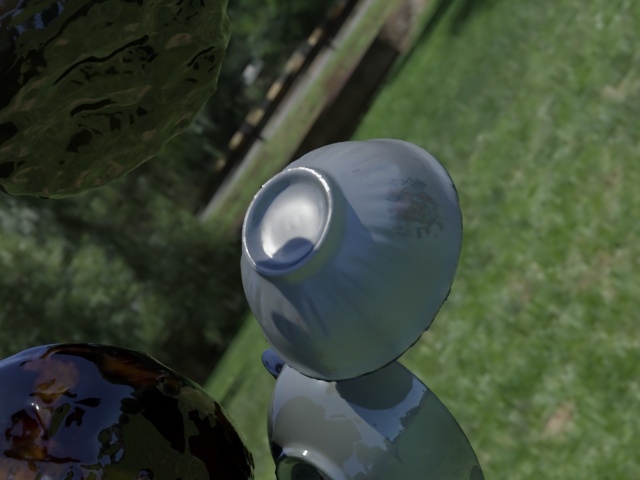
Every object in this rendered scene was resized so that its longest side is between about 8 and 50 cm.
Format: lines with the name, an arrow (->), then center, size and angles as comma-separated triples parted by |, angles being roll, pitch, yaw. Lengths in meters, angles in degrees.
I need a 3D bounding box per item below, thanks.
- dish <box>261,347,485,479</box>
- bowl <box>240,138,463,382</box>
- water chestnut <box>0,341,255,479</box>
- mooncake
dish -> 0.018, 0.183, 1.337 | 0.086, 0.236, 0.228 | -38, 3, -32
bowl -> 0.000, 0.000, 1.211 | 0.189, 0.086, 0.189 | -18, 59, 34
water chestnut -> -0.199, 0.224, 1.323 | 0.300, 0.300, 0.300 | -57, 2, 3
mooncake -> -0.213, -0.175, 1.442 | 0.290, 0.161, 0.290 | -28, -30, -18
